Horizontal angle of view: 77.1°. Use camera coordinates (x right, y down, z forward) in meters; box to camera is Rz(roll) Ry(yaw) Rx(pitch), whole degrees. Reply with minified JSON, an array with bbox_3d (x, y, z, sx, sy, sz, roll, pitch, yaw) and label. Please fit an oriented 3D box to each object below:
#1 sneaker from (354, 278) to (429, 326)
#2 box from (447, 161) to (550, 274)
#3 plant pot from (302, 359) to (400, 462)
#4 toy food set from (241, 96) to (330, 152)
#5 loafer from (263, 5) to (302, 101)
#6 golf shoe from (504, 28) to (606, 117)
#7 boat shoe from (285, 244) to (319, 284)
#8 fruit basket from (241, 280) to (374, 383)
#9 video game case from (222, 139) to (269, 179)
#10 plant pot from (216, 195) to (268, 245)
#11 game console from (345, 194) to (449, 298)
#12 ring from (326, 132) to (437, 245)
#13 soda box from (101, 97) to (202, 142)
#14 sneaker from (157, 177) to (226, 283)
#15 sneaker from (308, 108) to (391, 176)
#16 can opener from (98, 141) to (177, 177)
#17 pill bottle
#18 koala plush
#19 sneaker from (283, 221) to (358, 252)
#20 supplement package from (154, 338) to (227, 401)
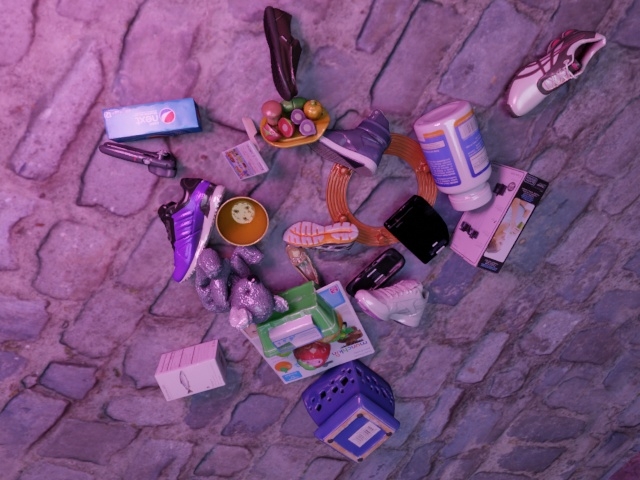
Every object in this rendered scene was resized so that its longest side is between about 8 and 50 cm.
[{"bbox_3d":[0.221,0.170,1.223,0.305,0.114,0.152,19,101,-43],"label":"sneaker"},{"bbox_3d":[0.505,-0.068,1.170,0.087,0.169,0.289,18,105,-19],"label":"box"},{"bbox_3d":[0.107,0.560,1.316,0.236,0.212,0.236,-44,111,8],"label":"plant pot"},{"bbox_3d":[-0.084,-0.301,0.992,0.218,0.071,0.128,-14,69,-3],"label":"toy food set"},{"bbox_3d":[-0.077,-0.442,0.946,0.079,0.080,0.219,-11,94,-15],"label":"loafer"},{"bbox_3d":[0.613,-0.445,1.069,0.105,0.120,0.273,36,102,-22],"label":"golf shoe"},{"bbox_3d":[-0.049,0.073,1.188,0.056,0.048,0.153,-29,113,2],"label":"boat shoe"},{"bbox_3d":[-0.034,0.303,1.214,0.327,0.165,0.353,-21,121,6],"label":"fruit basket"},{"bbox_3d":[-0.194,-0.204,1.031,0.011,0.122,0.087,-50,119,-36],"label":"video game case"},{"bbox_3d":[-0.209,-0.064,1.082,0.134,0.095,0.134,-3,112,-8],"label":"plant pot"},{"bbox_3d":[0.217,0.045,1.209,0.361,0.044,0.213,-44,125,11],"label":"game console"},{"bbox_3d":[0.182,-0.137,1.158,0.337,0.032,0.336,-4,112,-9],"label":"ring"},{"bbox_3d":[-0.401,-0.288,0.970,0.210,0.067,0.071,-10,96,-5],"label":"soda box"},{"bbox_3d":[-0.366,-0.034,1.072,0.146,0.102,0.293,21,101,-12],"label":"sneaker"},{"bbox_3d":[0.075,-0.283,1.056,0.226,0.086,0.163,28,79,8],"label":"sneaker"},{"bbox_3d":[-0.453,-0.208,1.004,0.186,0.059,0.073,15,108,-15],"label":"can opener"},{"bbox_3d":[0.371,-0.222,1.093,0.152,0.152,0.272,-28,114,2],"label":"pill bottle"},{"bbox_3d":[-0.203,0.144,1.071,0.196,0.221,0.203,-14,127,-50],"label":"koala plush"},{"bbox_3d":[0.000,0.000,1.156,0.215,0.084,0.083,2,145,1],"label":"sneaker"},{"bbox_3d":[-0.388,0.393,1.221,0.180,0.105,0.105,-16,113,-3],"label":"supplement package"}]
